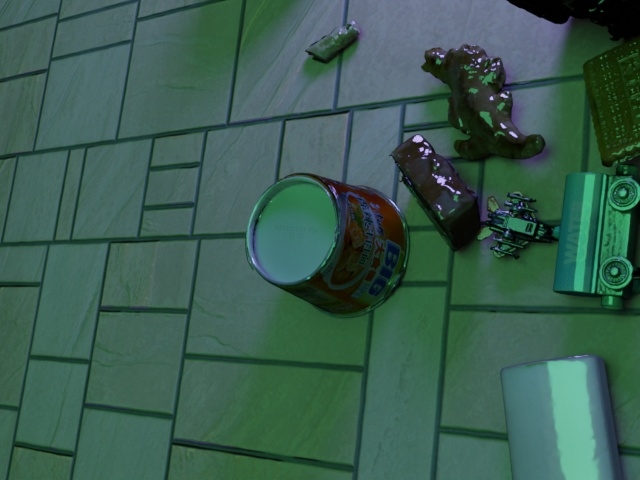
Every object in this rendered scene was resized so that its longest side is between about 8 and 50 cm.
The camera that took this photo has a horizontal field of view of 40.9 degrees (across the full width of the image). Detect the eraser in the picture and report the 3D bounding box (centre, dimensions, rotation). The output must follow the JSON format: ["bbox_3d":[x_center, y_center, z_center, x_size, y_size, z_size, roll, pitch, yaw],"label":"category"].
[{"bbox_3d":[0.396,0.335,1.411,0.174,0.094,0.270,-15,69,32],"label":"eraser"}]

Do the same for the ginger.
[{"bbox_3d":[0.304,-0.264,1.663,0.166,0.080,0.333,-43,62,36],"label":"ginger"}]

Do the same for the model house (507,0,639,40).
[{"bbox_3d":[0.507,-0.501,1.446,0.282,0.317,0.297,18,96,41],"label":"model house"}]

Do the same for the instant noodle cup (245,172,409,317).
[{"bbox_3d":[0.000,0.000,1.716,0.296,0.214,0.296,-10,72,34],"label":"instant noodle cup"}]

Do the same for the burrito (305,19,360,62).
[{"bbox_3d":[0.027,-0.445,1.933,0.149,0.041,0.055,-27,49,31],"label":"burrito"}]

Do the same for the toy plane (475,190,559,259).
[{"bbox_3d":[0.377,-0.020,1.546,0.189,0.061,0.130,16,85,38],"label":"toy plane"}]

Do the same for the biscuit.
[{"bbox_3d":[0.542,-0.250,1.466,0.172,0.029,0.255,-22,47,29],"label":"biscuit"}]

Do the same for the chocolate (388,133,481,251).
[{"bbox_3d":[0.227,-0.092,1.623,0.093,0.148,0.214,-36,60,3],"label":"chocolate"}]

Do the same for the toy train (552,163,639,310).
[{"bbox_3d":[0.470,-0.009,1.449,0.159,0.101,0.248,5,81,34],"label":"toy train"}]
